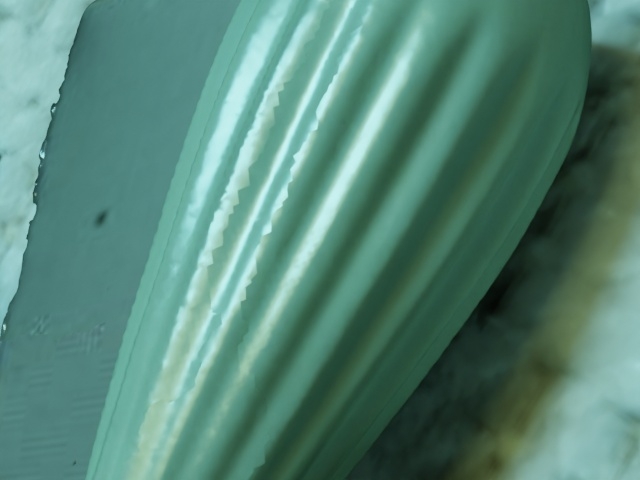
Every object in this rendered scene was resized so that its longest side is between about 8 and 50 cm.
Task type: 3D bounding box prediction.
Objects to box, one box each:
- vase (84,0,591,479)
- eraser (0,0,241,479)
[{"bbox_3d":[0.000,0.000,0.572,0.128,0.128,0.248,12,70,48],"label":"vase"},{"bbox_3d":[-0.063,0.017,0.681,0.111,0.077,0.352,-9,62,39],"label":"eraser"}]
